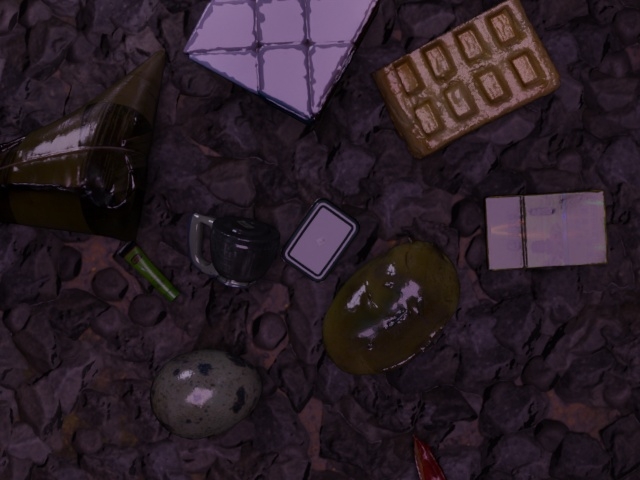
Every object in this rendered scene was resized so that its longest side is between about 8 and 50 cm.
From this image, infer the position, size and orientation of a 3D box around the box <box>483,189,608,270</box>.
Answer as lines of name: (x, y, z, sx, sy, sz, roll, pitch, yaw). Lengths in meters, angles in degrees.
box: (0.363, -0.017, 1.943, 0.193, 0.030, 0.121, -4, 93, 1)

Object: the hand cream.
hand cream: (-0.279, 0.051, 1.962, 0.036, 0.023, 0.122, -45, 88, 7)

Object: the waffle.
waffle: (0.234, -0.259, 1.915, 0.274, 0.057, 0.168, -27, 93, 2)

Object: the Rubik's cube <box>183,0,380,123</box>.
Rubik's cube: (-0.056, -0.322, 1.833, 0.231, 0.224, 0.221, 29, 94, -1)

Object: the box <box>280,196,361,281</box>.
box: (0.000, 0.000, 1.948, 0.091, 0.031, 0.126, 37, 92, -2)

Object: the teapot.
teapot: (-0.144, 0.021, 1.917, 0.149, 0.111, 0.108, 10, 108, -5)

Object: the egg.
egg: (-0.181, 0.242, 1.913, 0.182, 0.141, 0.141, -14, 93, -3)

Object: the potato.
potato: (0.112, 0.112, 1.898, 0.248, 0.143, 0.169, -40, 82, 4)

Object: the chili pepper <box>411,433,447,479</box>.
chili pepper: (0.197, 0.440, 1.968, 0.051, 0.059, 0.267, -16, 91, -36)

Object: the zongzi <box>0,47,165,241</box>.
zongzi: (-0.404, -0.171, 1.909, 0.290, 0.154, 0.317, 8, 74, 4)
